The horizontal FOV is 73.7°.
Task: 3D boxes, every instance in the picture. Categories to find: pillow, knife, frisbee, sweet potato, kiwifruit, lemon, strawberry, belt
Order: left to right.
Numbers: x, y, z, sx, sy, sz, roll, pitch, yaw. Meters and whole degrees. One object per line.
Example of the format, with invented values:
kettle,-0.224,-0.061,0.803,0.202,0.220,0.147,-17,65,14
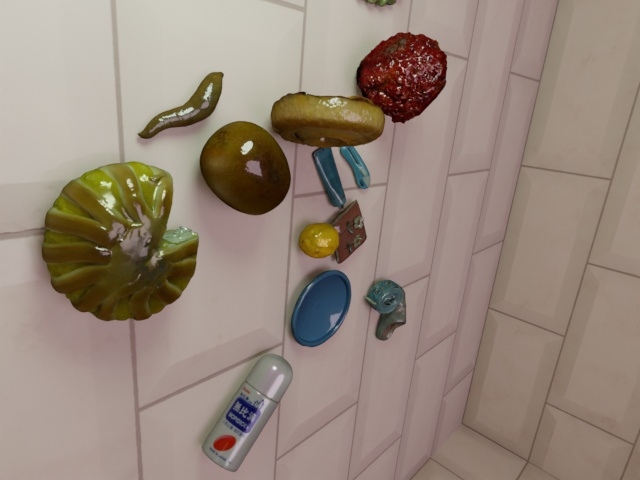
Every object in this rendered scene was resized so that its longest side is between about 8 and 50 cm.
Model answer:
sweet potato,-0.284,-0.286,0.934,0.249,0.059,0.069,-48,116,-20
kiwifruit,-0.169,-0.163,1.015,0.196,0.195,0.234,-55,145,-17
frisbee,-0.001,0.233,1.488,0.289,0.049,0.290,-23,124,-39
lemon,0.000,0.000,1.339,0.155,0.114,0.114,-6,110,-48
pillow,0.101,-0.025,1.476,0.171,0.075,0.179,-42,135,-29
knife,0.122,-0.252,1.439,0.064,0.031,0.222,-54,138,-13
belt,0.268,0.232,1.778,0.148,0.082,0.163,-49,141,-9
strawberry,0.228,-0.490,1.286,0.220,0.274,0.275,-8,113,-30

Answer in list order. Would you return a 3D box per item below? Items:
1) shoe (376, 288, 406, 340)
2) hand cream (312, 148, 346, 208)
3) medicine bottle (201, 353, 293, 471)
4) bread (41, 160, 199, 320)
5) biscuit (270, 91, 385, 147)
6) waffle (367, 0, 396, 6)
shoe,0.329,0.334,1.879,0.103,0.100,0.251,18,94,-50
hand cream,0.034,-0.195,1.360,0.083,0.048,0.224,-42,127,-31
medicine bottle,-0.208,0.507,1.301,0.341,0.130,0.130,-56,139,-17
bread,-0.384,0.015,0.862,0.332,0.159,0.334,-21,121,-41
biscuit,0.016,-0.294,1.088,0.296,0.296,0.102,-1,96,-49
waffle,0.190,-0.857,1.241,0.291,0.056,0.310,-29,125,-38
